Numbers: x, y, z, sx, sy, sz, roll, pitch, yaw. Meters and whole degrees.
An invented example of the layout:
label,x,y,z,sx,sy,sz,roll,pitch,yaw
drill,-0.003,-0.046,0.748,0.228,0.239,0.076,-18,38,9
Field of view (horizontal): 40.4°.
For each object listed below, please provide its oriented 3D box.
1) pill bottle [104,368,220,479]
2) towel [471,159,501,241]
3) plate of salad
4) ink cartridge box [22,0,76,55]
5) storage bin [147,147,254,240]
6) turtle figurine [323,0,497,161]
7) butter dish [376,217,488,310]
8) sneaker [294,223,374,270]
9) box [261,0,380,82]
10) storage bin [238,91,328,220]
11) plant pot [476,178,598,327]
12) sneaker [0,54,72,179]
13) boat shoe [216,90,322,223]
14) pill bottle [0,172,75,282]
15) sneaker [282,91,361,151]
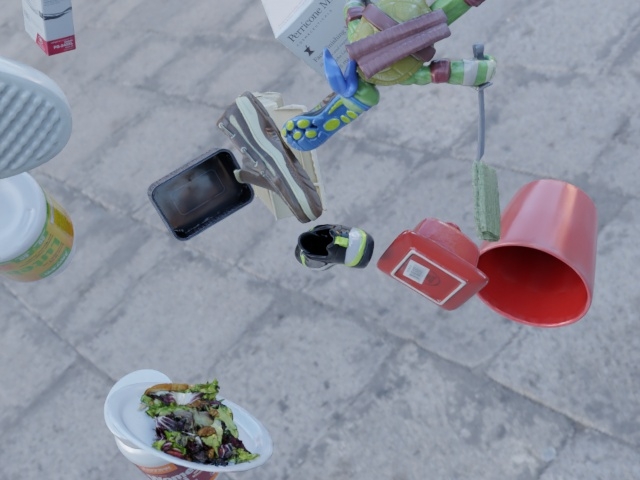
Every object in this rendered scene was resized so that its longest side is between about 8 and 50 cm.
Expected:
label,x,y,z,sx,sy,sz,roll,pitch,yaw
pill bottle,-0.218,0.273,1.228,0.121,0.221,0.121,-5,57,8
towel,0.306,-0.071,1.606,0.027,0.110,0.148,-6,82,26
plate of salad,-0.146,0.205,1.009,0.200,0.200,0.048,37,111,55
ink cartridge box,-0.518,-0.445,1.645,0.063,0.150,0.109,-22,51,-29
storage bin,-0.235,-0.092,1.707,0.180,0.122,0.084,-32,14,-11
turtle figurine,0.135,-0.277,1.082,0.266,0.275,0.198,-56,46,24
butter dish,0.198,0.020,1.443,0.118,0.160,0.160,-60,2,-29
sneaker,0.000,0.000,1.472,0.235,0.097,0.084,-6,69,61
box,0.021,-0.355,1.256,0.181,0.119,0.182,-44,32,19
storage bin,-0.096,-0.205,2.004,0.123,0.260,0.262,-15,19,-10
plant pot,0.489,0.015,1.912,0.275,0.275,0.243,-3,44,38
sneaker,-0.397,-0.145,0.730,0.366,0.135,0.150,4,44,-17
boat shoe,-0.088,-0.116,1.386,0.095,0.095,0.257,-35,60,9
pill bottle,-0.432,-0.014,1.250,0.136,0.136,0.245,-40,-9,-9
sneaker,0.013,-0.213,1.509,0.188,0.067,0.078,-26,10,33
